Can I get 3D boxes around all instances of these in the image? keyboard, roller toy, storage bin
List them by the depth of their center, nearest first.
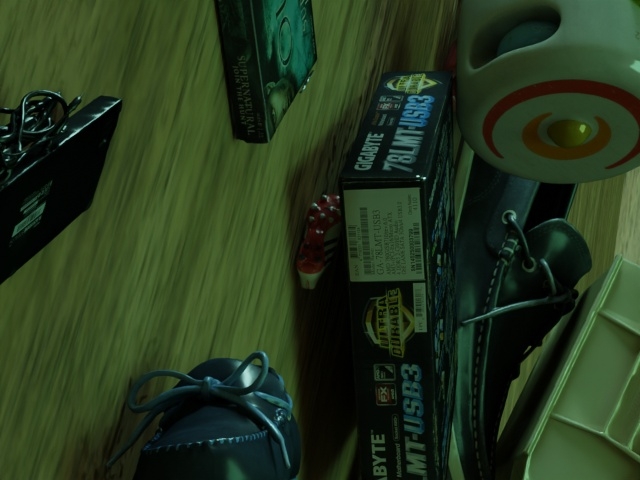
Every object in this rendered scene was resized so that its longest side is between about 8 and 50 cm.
[{"bbox_3d":[-0.146,-0.028,0.806,0.192,0.038,0.100,-54,167,-64],"label":"keyboard"},{"bbox_3d":[0.211,-0.141,1.492,0.209,0.191,0.146,101,-6,-59],"label":"roller toy"},{"bbox_3d":[0.277,0.173,1.766,0.260,0.123,0.262,-63,178,-14],"label":"storage bin"}]

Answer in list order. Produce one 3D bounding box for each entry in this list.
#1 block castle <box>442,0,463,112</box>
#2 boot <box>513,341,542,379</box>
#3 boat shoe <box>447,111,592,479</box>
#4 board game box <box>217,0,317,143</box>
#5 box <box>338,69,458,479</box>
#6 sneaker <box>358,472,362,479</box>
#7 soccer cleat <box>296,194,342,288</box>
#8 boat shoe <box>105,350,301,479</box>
[{"bbox_3d":[0.237,-0.296,1.584,0.453,0.303,0.212,73,20,-52],"label":"block castle"},{"bbox_3d":[0.213,0.012,1.932,0.207,0.094,0.246,-71,165,-52],"label":"boot"},{"bbox_3d":[0.193,0.030,1.766,0.187,0.156,0.500,66,33,-62],"label":"boat shoe"},{"bbox_3d":[-0.037,-0.174,1.141,0.126,0.026,0.186,-65,153,-53],"label":"board game box"},{"bbox_3d":[0.072,0.039,1.424,0.295,0.073,0.293,-70,160,-67],"label":"box"},{"bbox_3d":[0.045,0.247,1.450,0.094,0.080,0.212,54,42,-48],"label":"sneaker"},{"bbox_3d":[0.000,0.000,1.313,0.035,0.029,0.083,93,12,-49],"label":"soccer cleat"},{"bbox_3d":[-0.066,0.110,1.014,0.258,0.109,0.089,101,-14,-87],"label":"boat shoe"}]
